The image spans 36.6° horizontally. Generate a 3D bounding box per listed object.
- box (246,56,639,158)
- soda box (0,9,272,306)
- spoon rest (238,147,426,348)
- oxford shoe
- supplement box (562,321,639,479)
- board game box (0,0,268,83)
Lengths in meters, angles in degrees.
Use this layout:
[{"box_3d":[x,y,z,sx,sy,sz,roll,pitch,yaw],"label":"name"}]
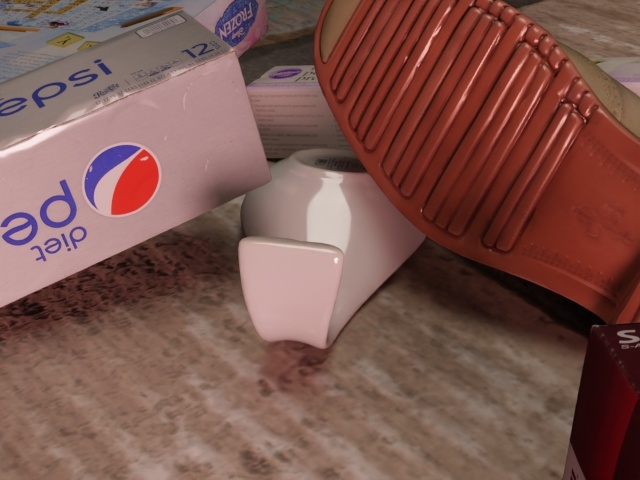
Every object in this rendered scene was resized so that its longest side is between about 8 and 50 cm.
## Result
[{"box_3d":[0.098,-0.100,0.742,0.324,0.067,0.063,3,28,27],"label":"box"},{"box_3d":[-0.180,-0.033,0.577,0.286,0.098,0.091,-27,38,-16],"label":"soda box"},{"box_3d":[0.000,0.000,0.632,0.137,0.084,0.276,8,17,7],"label":"spoon rest"},{"box_3d":[0.159,-0.040,0.612,0.397,0.140,0.146,43,25,22],"label":"oxford shoe"},{"box_3d":[0.153,0.144,0.319,0.073,0.130,0.239,-2,29,-5],"label":"supplement box"},{"box_3d":[-0.256,-0.153,0.811,0.318,0.066,0.318,11,39,24],"label":"board game box"}]
